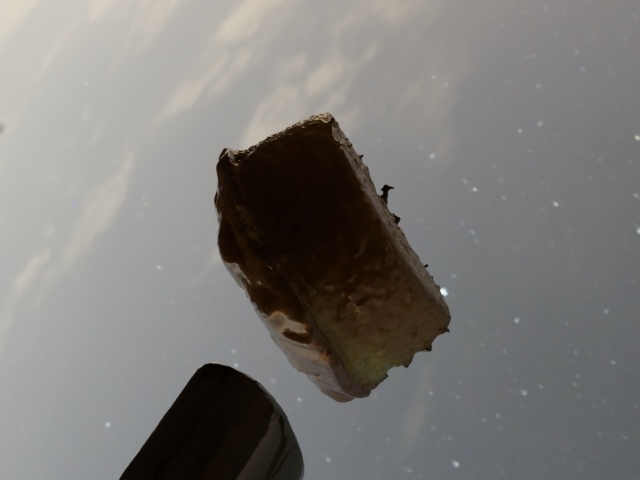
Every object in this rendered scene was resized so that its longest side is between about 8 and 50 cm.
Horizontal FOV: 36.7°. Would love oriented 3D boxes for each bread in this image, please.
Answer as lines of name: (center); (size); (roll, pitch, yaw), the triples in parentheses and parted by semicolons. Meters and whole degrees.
bread: (0.000, 0.000, 0.742); (0.143, 0.139, 0.229); (-32, -106, 3)

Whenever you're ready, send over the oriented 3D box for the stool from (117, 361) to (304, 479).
stool: (0.008, 0.209, 0.261); (0.310, 0.310, 0.226); (3, -151, 42)
